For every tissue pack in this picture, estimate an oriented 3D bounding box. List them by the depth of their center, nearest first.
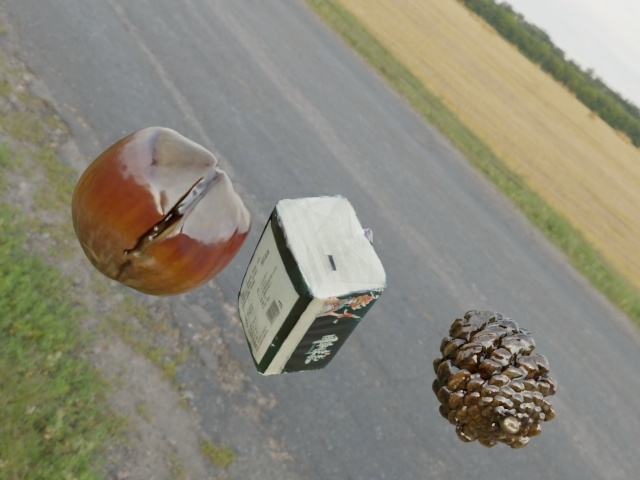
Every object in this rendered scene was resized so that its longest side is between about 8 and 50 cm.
[{"bbox_3d":[-0.015,0.046,0.715,0.090,0.170,0.103,-8,62,-27],"label":"tissue pack"}]

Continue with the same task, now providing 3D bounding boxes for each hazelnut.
[{"bbox_3d":[-0.203,-0.026,0.978,0.212,0.181,0.181,47,-21,-22],"label":"hazelnut"}]

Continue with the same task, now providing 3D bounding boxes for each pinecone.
[{"bbox_3d":[0.309,0.246,1.426,0.224,0.224,0.272,31,28,-22],"label":"pinecone"}]

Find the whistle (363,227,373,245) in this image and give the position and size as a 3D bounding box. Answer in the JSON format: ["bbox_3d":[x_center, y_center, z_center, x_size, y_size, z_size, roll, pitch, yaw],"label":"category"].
[{"bbox_3d":[0.000,0.000,1.308,0.176,0.033,0.033,-4,18,8],"label":"whistle"}]
